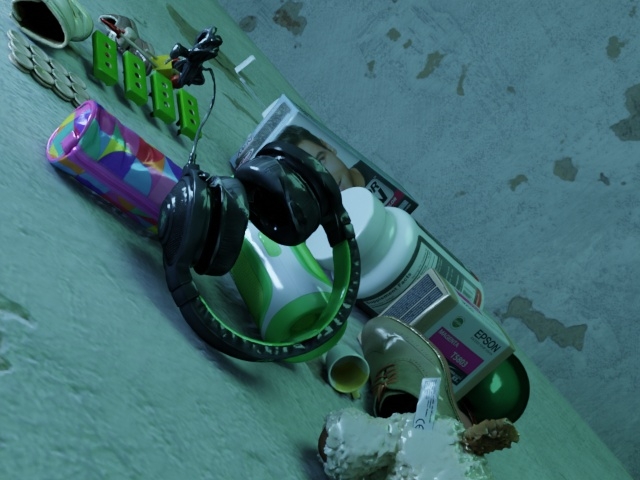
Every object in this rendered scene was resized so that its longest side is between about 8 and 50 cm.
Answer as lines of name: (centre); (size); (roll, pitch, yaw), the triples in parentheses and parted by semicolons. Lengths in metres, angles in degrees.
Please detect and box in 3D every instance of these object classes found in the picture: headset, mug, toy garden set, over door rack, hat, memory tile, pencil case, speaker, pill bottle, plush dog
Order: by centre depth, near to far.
plush dog: (0.141, 0.307, 0.993); (0.262, 0.211, 0.225); (56, -8, 41)
headset: (-0.085, -0.049, 1.025); (0.185, 0.243, 0.394); (-32, -99, 61)
pencil case: (-0.235, -0.077, 1.094); (0.236, 0.104, 0.104); (38, 14, -31)
speaker: (-0.073, 0.033, 1.224); (0.131, 0.131, 0.296); (34, 17, -48)
memory tile: (-0.406, -0.251, 1.268); (0.148, 0.012, 0.113); (37, 15, -41)
mug: (0.034, 0.194, 1.273); (0.062, 0.078, 0.064); (9, 15, -15)
toy garden set: (-0.332, -0.305, 1.564); (0.244, 0.049, 0.204); (32, 33, -43)
hat: (0.296, 0.287, 1.603); (0.208, 0.173, 0.183); (44, 14, 25)
pill bottle: (0.153, 0.061, 1.724); (0.363, 0.210, 0.210); (40, 14, -31)
over door rack: (-0.109, -0.235, 1.967); (0.239, 0.108, 0.324); (60, -3, 46)

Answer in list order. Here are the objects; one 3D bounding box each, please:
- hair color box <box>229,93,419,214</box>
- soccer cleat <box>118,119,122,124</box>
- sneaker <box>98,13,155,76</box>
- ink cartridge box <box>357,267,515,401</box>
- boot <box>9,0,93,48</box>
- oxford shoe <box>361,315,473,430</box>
hair color box: (0.012, -0.123, 1.811); (0.374, 0.185, 0.113); (34, 12, -31)
soccer cleat: (-0.313, -0.170, 1.268); (0.029, 0.035, 0.083); (39, 14, -33)
sneaker: (-0.395, -0.394, 1.705); (0.071, 0.066, 0.188); (7, 34, -41)
ink cartridge box: (0.217, 0.190, 1.563); (0.235, 0.193, 0.088); (38, 14, -35)
boot: (-0.475, -0.402, 1.376); (0.213, 0.077, 0.165); (44, 14, -15)
oxford shoe: (0.134, 0.229, 1.330); (0.130, 0.123, 0.348); (31, 18, -38)
